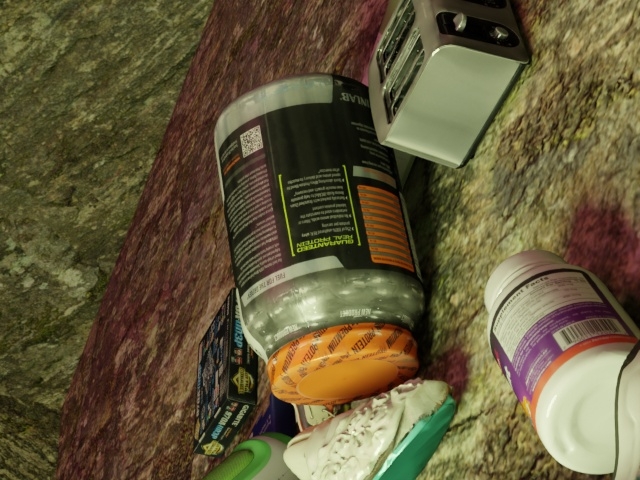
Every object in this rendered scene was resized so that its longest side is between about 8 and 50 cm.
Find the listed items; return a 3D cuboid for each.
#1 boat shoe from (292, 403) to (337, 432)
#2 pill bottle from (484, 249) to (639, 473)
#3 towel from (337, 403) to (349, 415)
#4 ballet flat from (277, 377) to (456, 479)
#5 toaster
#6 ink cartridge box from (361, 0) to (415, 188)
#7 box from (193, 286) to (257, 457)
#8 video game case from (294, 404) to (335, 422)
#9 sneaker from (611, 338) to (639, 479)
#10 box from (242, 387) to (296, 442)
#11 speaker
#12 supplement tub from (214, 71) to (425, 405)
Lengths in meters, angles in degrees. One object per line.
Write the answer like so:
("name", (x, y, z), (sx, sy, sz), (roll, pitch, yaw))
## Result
("boat shoe", (-0.002, 0.207, 1.535), (0.043, 0.049, 0.137), (-45, 49, 22))
("pill bottle", (0.192, 0.084, 0.990), (0.193, 0.108, 0.108), (-111, 39, -62))
("towel", (0.021, 0.246, 1.556), (0.060, 0.009, 0.083), (130, 149, -52))
("ballet flat", (0.000, 0.280, 1.329), (0.147, 0.147, 0.409), (-101, 30, -54))
("toaster", (0.133, -0.185, 1.388), (0.168, 0.110, 0.185), (-94, 25, -48))
("ink cartridge box", (0.092, -0.180, 1.601), (0.171, 0.056, 0.235), (-117, 46, -64))
("box", (-0.153, 0.213, 2.053), (0.175, 0.051, 0.220), (122, 155, -44))
("video game case", (0.011, 0.090, 1.657), (0.232, 0.042, 0.210), (-100, 30, -53))
("sneaker", (0.258, 0.130, 0.736), (0.178, 0.124, 0.295), (-22, 24, 37))
("box", (-0.069, 0.324, 1.734), (0.225, 0.036, 0.136), (-99, 29, -50))
("speaker", (-0.122, 0.343, 1.494), (0.296, 0.131, 0.131), (-35, -21, -50))
("supplement tub", (0.000, 0.000, 1.429), (0.207, 0.207, 0.338), (130, 137, -54))
